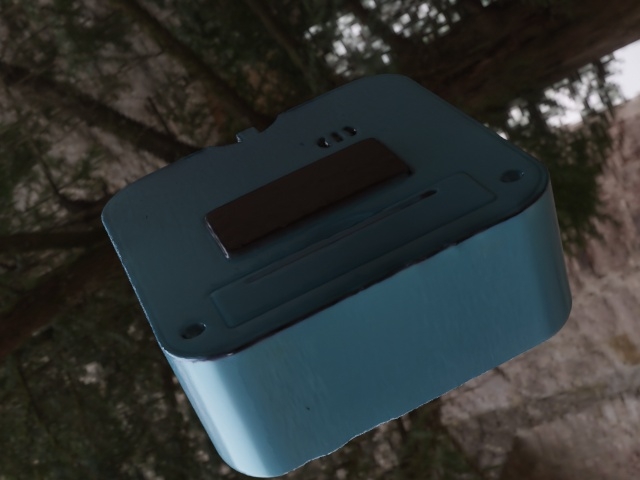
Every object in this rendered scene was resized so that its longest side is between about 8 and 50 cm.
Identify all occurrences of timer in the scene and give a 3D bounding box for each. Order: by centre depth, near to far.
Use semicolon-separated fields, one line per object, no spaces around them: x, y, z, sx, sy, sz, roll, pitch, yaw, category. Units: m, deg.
0.000;0.000;0.665;0.250;0.232;0.091;52;166;55;timer
